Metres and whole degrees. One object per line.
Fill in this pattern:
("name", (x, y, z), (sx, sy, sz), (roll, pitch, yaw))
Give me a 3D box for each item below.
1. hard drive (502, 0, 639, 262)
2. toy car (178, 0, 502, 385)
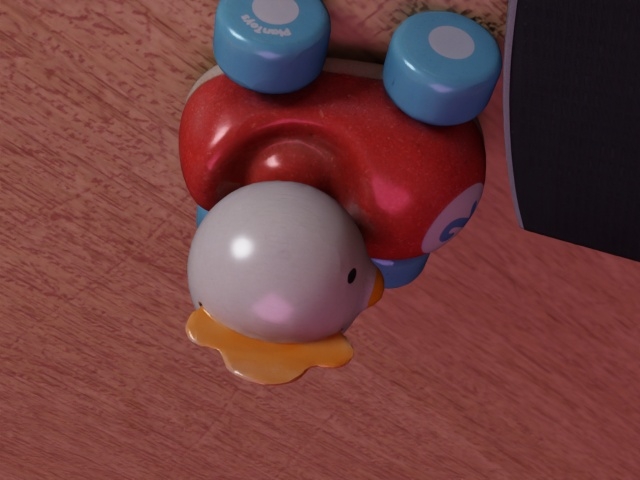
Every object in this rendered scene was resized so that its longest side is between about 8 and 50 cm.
("hard drive", (0.185, -0.089, 0.655), (0.172, 0.054, 0.254), (18, 138, 25))
("toy car", (0.000, 0.000, 0.717), (0.210, 0.238, 0.219), (11, 142, -3))
